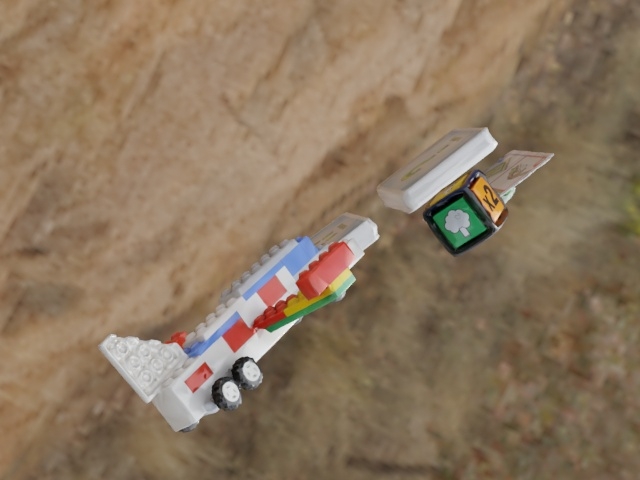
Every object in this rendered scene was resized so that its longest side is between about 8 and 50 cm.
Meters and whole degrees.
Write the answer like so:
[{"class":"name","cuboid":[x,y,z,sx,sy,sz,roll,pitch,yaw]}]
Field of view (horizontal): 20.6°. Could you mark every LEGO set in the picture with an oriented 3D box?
[{"class":"LEGO set","cuboid":[0.000,0.000,0.723,0.182,0.060,0.244,-37,-173,-3]}]
